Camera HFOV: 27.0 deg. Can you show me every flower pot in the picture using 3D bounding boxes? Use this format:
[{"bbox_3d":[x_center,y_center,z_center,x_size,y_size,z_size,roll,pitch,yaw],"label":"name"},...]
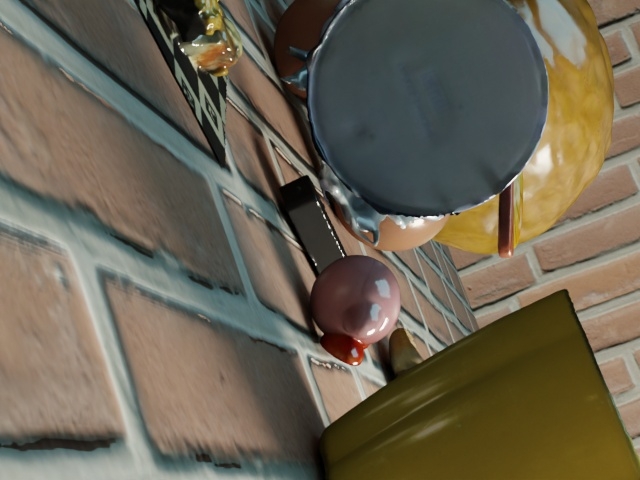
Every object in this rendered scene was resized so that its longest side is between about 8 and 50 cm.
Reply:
[{"bbox_3d":[0.103,0.148,0.808,0.195,0.179,0.195,-20,90,-83],"label":"flower pot"}]

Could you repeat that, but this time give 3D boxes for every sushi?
[{"bbox_3d":[-0.089,-0.175,0.890,0.193,0.040,0.210,-97,164,-62],"label":"sushi"}]

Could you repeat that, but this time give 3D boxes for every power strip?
[{"bbox_3d":[0.000,0.000,1.059,0.038,0.029,0.111,-110,175,-54],"label":"power strip"}]

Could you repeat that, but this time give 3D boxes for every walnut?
[{"bbox_3d":[0.155,-0.178,1.524,0.308,0.354,0.398,-53,137,-31],"label":"walnut"}]

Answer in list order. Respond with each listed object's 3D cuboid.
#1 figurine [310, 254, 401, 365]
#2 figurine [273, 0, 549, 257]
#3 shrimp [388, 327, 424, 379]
[{"bbox_3d":[0.025,0.046,0.971,0.067,0.071,0.083,23,13,-13],"label":"figurine"},{"bbox_3d":[0.080,-0.116,1.191,0.388,0.248,0.277,-52,122,-77],"label":"figurine"},{"bbox_3d":[0.136,0.218,1.296,0.289,0.075,0.178,56,5,3],"label":"shrimp"}]
